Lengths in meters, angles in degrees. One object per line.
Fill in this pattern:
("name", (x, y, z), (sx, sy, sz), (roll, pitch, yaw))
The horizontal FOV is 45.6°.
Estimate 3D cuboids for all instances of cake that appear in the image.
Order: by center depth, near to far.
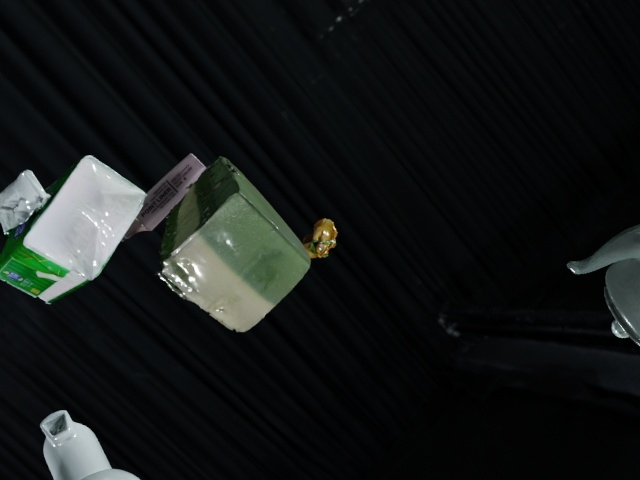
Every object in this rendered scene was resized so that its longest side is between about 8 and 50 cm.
("cake", (-0.130, -0.001, 1.121), (0.158, 0.172, 0.283), (-43, -159, 5))

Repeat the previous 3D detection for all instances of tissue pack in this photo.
("tissue pack", (-0.361, -0.021, 1.019), (0.209, 0.156, 0.148), (-20, -139, 55))

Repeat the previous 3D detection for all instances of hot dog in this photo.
("hot dog", (0.000, 0.000, 1.435), (0.072, 0.055, 0.188), (-50, -178, 9))

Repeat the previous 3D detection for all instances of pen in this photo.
("pen", (-0.280, -0.069, 1.321), (0.197, 0.053, 0.032), (-46, 176, 4))

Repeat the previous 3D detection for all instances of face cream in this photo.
("face cream", (-0.256, 0.387, 0.963), (0.145, 0.369, 0.145), (-27, 151, -16))

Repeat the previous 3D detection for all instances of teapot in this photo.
("teapot", (0.392, 0.069, 0.843), (0.149, 0.239, 0.162), (-47, -162, 33))
